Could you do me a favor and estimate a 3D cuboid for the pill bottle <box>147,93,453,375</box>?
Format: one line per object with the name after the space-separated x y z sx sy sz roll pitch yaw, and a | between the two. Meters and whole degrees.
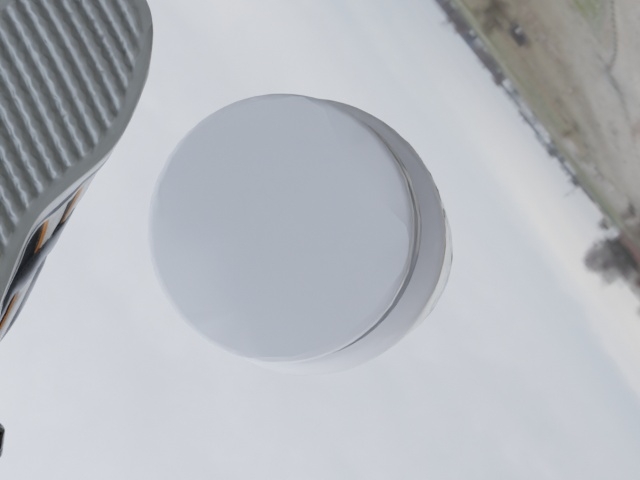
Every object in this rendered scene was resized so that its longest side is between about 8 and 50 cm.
0.000 0.000 0.461 0.119 0.119 0.208 52 -175 7 | pill bottle

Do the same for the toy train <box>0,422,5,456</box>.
-0.201 0.060 0.391 0.158 0.036 0.027 21 -176 -21 | toy train

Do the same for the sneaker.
-0.224 -0.039 0.671 0.126 0.321 0.127 31 169 -15 | sneaker
